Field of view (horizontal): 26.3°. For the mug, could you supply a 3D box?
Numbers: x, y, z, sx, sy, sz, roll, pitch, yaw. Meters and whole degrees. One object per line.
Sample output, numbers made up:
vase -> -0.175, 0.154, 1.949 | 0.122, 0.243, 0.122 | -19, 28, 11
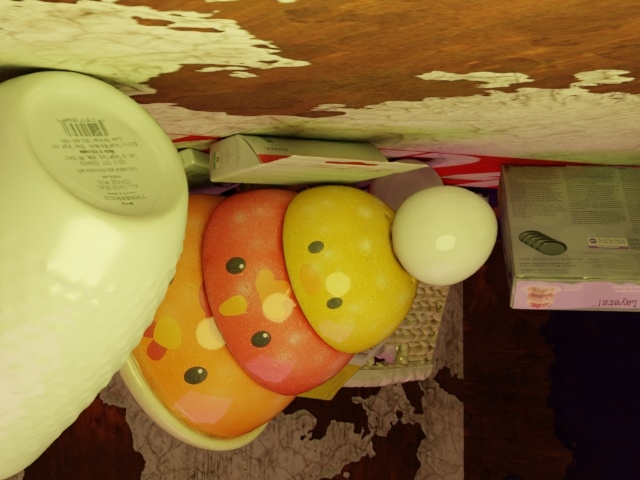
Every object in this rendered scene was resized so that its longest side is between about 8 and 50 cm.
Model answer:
mug -> -0.310, 0.013, 1.182 | 0.374, 0.276, 0.328 | 10, 137, -41

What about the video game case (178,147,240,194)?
video game case -> -0.220, -0.067, 1.867 | 0.206, 0.026, 0.227 | -22, 172, 15

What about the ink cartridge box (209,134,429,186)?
ink cartridge box -> -0.006, -0.101, 1.608 | 0.181, 0.056, 0.225 | 2, 173, -28

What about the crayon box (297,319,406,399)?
crayon box -> -0.033, 0.144, 2.132 | 0.202, 0.081, 0.318 | -47, 148, 18

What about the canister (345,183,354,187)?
canister -> 0.128, -0.031, 2.153 | 0.126, 0.073, 0.170 | -7, 149, 44

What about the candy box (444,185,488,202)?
candy box -> 0.175, -0.054, 2.360 | 0.159, 0.071, 0.233 | 0, 178, 28

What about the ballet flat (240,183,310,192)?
ballet flat -> 0.000, 0.000, 1.962 | 0.106, 0.107, 0.316 | 26, 171, 43

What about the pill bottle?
pill bottle -> 0.100, -0.054, 1.945 | 0.108, 0.108, 0.193 | 1, 178, -12

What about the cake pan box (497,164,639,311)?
cake pan box -> 0.383, -0.007, 1.881 | 0.267, 0.246, 0.070 | 0, 133, -1

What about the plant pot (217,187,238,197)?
plant pot -> -0.193, 0.028, 2.098 | 0.212, 0.236, 0.236 | -37, 171, 7

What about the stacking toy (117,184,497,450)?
stacking toy -> -0.004, 0.036, 1.682 | 0.480, 0.350, 0.350 | -23, 166, 29

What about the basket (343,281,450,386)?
basket -> 0.023, 0.086, 2.486 | 0.331, 0.266, 0.328 | 21, -170, 35
